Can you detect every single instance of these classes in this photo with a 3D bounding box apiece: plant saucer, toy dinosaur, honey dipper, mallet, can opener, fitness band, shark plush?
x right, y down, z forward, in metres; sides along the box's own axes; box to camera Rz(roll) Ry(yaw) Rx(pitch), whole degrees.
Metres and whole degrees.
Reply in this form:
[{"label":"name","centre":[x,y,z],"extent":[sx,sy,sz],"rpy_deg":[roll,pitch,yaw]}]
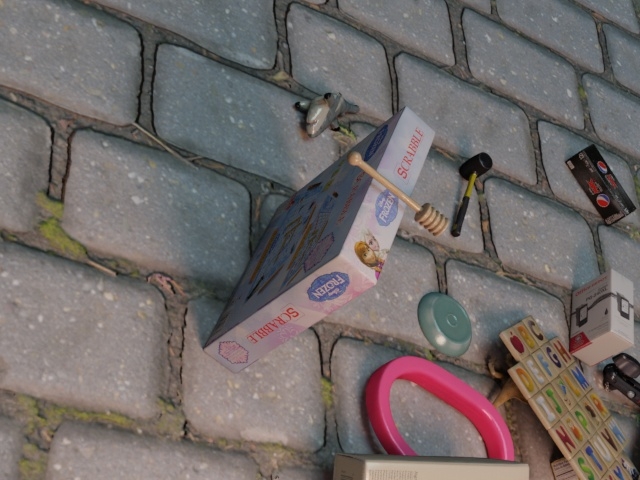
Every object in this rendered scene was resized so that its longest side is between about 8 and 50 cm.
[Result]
[{"label":"plant saucer","centre":[0.217,0.138,1.810],"extent":[0.119,0.021,0.119],"rpy_deg":[21,52,-29]},{"label":"toy dinosaur","centre":[0.328,0.239,1.818],"extent":[0.183,0.053,0.092],"rpy_deg":[-18,78,-46]},{"label":"honey dipper","centre":[0.097,-0.062,1.367],"extent":[0.161,0.030,0.030],"rpy_deg":[37,45,-19]},{"label":"mallet","centre":[0.267,-0.081,1.992],"extent":[0.039,0.062,0.189],"rpy_deg":[34,61,-18]},{"label":"can opener","centre":[0.596,0.284,2.017],"extent":[0.186,0.073,0.059],"rpy_deg":[41,35,-25]},{"label":"fitness band","centre":[0.188,0.300,1.658],"extent":[0.291,0.054,0.209],"rpy_deg":[35,46,-20]},{"label":"shark plush","centre":[0.014,-0.219,1.868],"extent":[0.161,0.073,0.067],"rpy_deg":[-25,101,-67]}]

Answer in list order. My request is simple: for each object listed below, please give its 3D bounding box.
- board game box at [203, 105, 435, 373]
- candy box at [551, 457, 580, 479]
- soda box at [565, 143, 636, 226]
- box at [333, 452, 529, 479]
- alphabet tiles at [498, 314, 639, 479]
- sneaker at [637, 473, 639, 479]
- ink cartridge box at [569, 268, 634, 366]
[{"label":"board game box","centre":[0.000,0.000,1.497],"extent":[0.066,0.318,0.318],"rpy_deg":[40,45,-15]},{"label":"candy box","centre":[0.464,0.455,1.794],"extent":[0.109,0.053,0.186],"rpy_deg":[9,59,-39]},{"label":"soda box","centre":[0.597,-0.118,2.278],"extent":[0.060,0.053,0.169],"rpy_deg":[-26,83,-47]},{"label":"box","centre":[0.156,0.360,1.508],"extent":[0.275,0.094,0.113],"rpy_deg":[9,82,-26]},{"label":"alphabet tiles","centre":[0.430,0.285,1.830],"extent":[0.342,0.011,0.285],"rpy_deg":[57,27,11]},{"label":"sneaker","centre":[0.656,0.426,1.837],"extent":[0.158,0.182,0.410],"rpy_deg":[62,34,-23]},{"label":"ink cartridge box","centre":[0.528,0.144,2.009],"extent":[0.063,0.109,0.150],"rpy_deg":[30,48,-20]}]
